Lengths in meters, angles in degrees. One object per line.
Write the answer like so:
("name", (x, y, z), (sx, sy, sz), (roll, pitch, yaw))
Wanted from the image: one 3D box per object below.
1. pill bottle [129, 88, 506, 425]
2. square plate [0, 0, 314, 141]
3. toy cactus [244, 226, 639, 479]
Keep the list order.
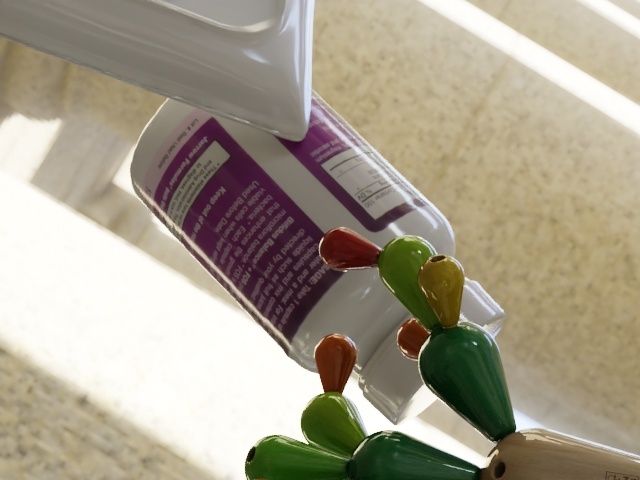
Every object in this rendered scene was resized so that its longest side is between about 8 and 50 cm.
("pill bottle", (0.000, 0.000, 1.077), (0.169, 0.301, 0.169), (-40, 163, -15))
("square plate", (-0.150, -0.264, 1.065), (0.049, 0.344, 0.347), (126, -23, -44))
("toy cactus", (0.053, 0.094, 0.573), (0.112, 0.180, 0.219), (76, 23, -54))
